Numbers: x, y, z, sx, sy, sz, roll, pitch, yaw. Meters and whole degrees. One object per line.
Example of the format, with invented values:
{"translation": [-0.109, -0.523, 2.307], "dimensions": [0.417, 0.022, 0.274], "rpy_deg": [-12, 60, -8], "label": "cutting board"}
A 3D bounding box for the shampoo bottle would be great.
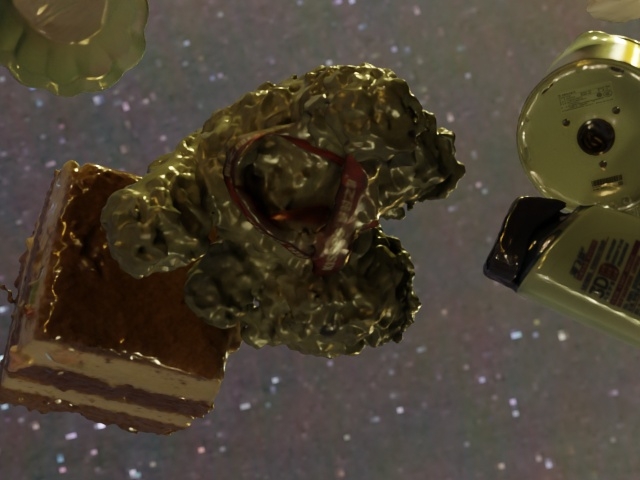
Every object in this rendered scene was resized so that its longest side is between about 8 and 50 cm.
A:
{"translation": [0.357, 0.052, 1.396], "dimensions": [0.134, 0.359, 0.078], "rpy_deg": [-64, -9, -13], "label": "shampoo bottle"}

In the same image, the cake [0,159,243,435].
{"translation": [-0.232, 0.079, 1.613], "dimensions": [0.282, 0.290, 0.255], "rpy_deg": [15, -111, -19], "label": "cake"}

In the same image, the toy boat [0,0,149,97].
{"translation": [-0.320, -0.305, 1.551], "dimensions": [0.290, 0.199, 0.100], "rpy_deg": [60, 177, -9], "label": "toy boat"}

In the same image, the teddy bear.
{"translation": [0.000, 0.000, 1.420], "dimensions": [0.367, 0.357, 0.224], "rpy_deg": [57, -167, -29], "label": "teddy bear"}

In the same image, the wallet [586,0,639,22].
{"translation": [0.404, -0.298, 1.531], "dimensions": [0.124, 0.183, 0.032], "rpy_deg": [-5, -102, -52], "label": "wallet"}

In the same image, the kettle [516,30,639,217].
{"translation": [0.404, -0.147, 1.823], "dimensions": [0.265, 0.205, 0.318], "rpy_deg": [43, -161, -1], "label": "kettle"}
